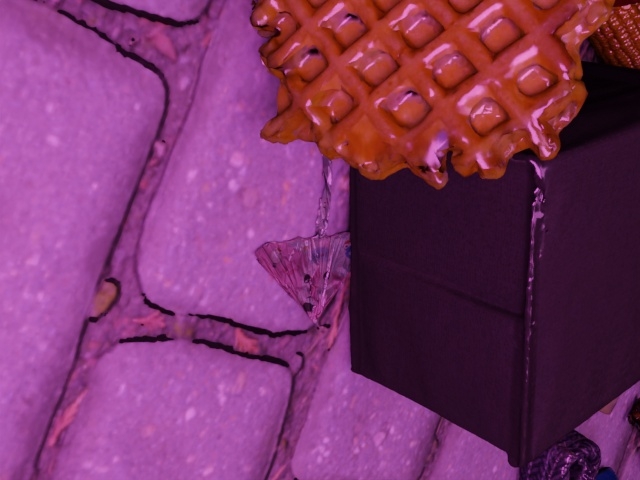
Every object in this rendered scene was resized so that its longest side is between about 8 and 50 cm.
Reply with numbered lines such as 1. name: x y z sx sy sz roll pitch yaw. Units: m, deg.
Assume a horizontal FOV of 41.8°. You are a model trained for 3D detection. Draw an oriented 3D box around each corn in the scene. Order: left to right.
1. corn: 0.331 -0.207 0.896 0.207 0.068 0.068 41 77 -43

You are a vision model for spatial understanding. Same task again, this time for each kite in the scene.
1. kite: 0.000 0.000 0.719 0.139 0.011 0.156 -9 110 -41

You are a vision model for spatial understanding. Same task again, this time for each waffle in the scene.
1. waffle: 0.066 -0.160 0.566 0.052 0.254 0.245 10 92 -69

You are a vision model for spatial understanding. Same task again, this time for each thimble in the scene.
1. thimble: 0.295 0.283 1.035 0.095 0.066 0.104 -16 117 -35

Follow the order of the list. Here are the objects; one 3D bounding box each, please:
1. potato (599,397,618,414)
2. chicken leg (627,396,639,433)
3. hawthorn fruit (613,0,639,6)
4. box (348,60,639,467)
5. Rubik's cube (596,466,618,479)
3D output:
1. potato: 0.313 0.125 1.010 0.120 0.081 0.149 8 119 -12
2. chicken leg: 0.519 0.300 1.246 0.253 0.051 0.106 26 81 -42
3. hawthorn fruit: 0.289 -0.314 0.713 0.266 0.210 0.230 -1 91 -4
4. box: 0.207 -0.010 0.756 0.345 0.204 0.251 -19 117 -37
5. Rubik's cube: 0.281 0.468 1.082 0.250 0.284 0.234 8 123 -18
